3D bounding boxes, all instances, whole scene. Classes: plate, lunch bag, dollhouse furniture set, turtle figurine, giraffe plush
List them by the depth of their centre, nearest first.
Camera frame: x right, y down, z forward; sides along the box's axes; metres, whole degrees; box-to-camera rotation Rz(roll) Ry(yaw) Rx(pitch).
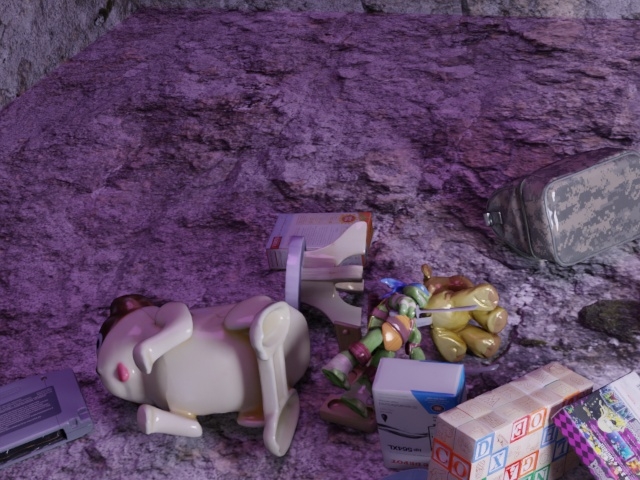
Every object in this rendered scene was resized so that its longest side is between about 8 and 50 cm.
[{"bbox_3d":[0.107,0.441,1.681,0.188,0.024,0.188,-26,6,3],"label":"plate"},{"bbox_3d":[0.155,0.202,1.833,0.275,0.198,0.266,40,72,17],"label":"turtle figurine"},{"bbox_3d":[0.064,0.260,1.931,0.144,0.123,0.151,11,38,28],"label":"dollhouse furniture set"},{"bbox_3d":[0.263,0.134,2.042,0.210,0.181,0.170,8,22,-3],"label":"giraffe plush"},{"bbox_3d":[0.552,-0.086,2.249,0.305,0.212,0.256,-21,18,-22],"label":"lunch bag"}]

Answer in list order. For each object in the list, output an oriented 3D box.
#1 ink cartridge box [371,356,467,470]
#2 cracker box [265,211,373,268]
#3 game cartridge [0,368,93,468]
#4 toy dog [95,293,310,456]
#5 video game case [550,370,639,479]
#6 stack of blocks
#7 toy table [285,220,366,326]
[{"bbox_3d":[0.179,0.309,1.757,0.148,0.203,0.086,2,37,17],"label":"ink cartridge box"},{"bbox_3d":[0.000,0.000,2.391,0.232,0.067,0.155,0,34,13],"label":"cracker box"},{"bbox_3d":[-0.621,0.365,2.019,0.297,0.062,0.198,-20,30,-15],"label":"game cartridge"},{"bbox_3d":[-0.246,0.211,1.953,0.408,0.284,0.395,-1,27,15],"label":"toy dog"},{"bbox_3d":[0.513,0.341,1.622,0.210,0.042,0.232,-16,62,-40],"label":"video game case"},{"bbox_3d":[0.314,0.331,1.652,0.297,0.171,0.087,-15,30,-37],"label":"stack of blocks"},{"bbox_3d":[0.013,0.080,2.133,0.161,0.252,0.274,4,2,3],"label":"toy table"}]
